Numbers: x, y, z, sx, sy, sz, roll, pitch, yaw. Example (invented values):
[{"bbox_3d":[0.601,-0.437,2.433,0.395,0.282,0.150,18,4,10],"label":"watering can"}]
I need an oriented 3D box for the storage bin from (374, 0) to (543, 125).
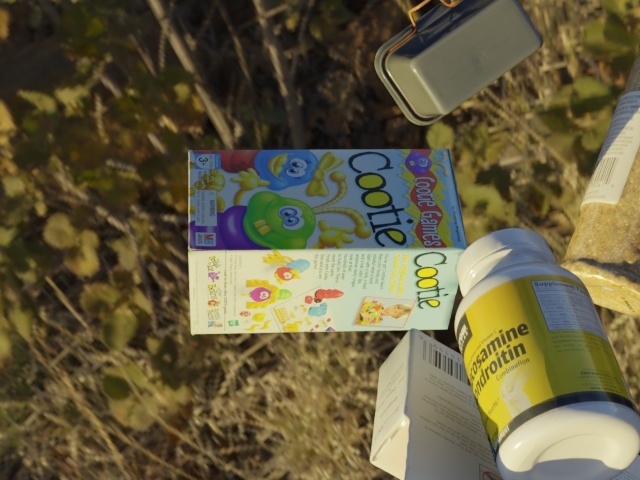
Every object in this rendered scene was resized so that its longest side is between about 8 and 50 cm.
[{"bbox_3d":[0.121,-0.166,1.066,0.135,0.098,0.091,-35,12,-1],"label":"storage bin"}]

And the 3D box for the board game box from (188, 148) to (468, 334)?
[{"bbox_3d":[0.000,0.000,1.310,0.275,0.144,0.142,0,51,-5],"label":"board game box"}]

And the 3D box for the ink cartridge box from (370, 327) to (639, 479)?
[{"bbox_3d":[0.166,0.209,0.938,0.060,0.275,0.239,-55,11,28],"label":"ink cartridge box"}]

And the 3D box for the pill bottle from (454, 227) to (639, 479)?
[{"bbox_3d":[0.154,0.082,0.891,0.103,0.103,0.184,-19,47,6],"label":"pill bottle"}]

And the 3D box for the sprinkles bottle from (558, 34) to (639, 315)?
[{"bbox_3d":[0.372,-0.099,1.382,0.121,0.121,0.355,16,77,27],"label":"sprinkles bottle"}]
